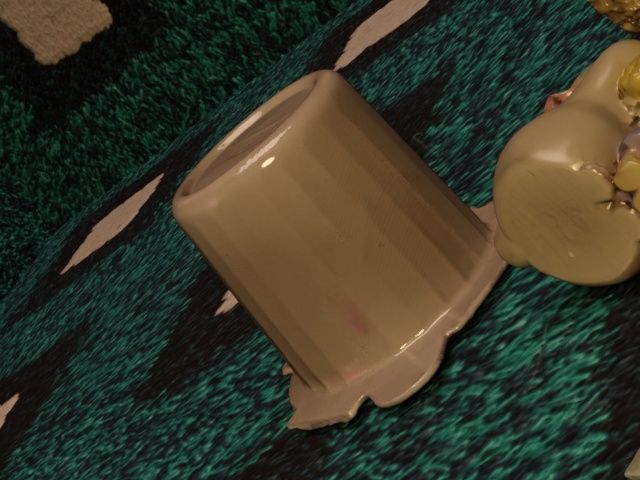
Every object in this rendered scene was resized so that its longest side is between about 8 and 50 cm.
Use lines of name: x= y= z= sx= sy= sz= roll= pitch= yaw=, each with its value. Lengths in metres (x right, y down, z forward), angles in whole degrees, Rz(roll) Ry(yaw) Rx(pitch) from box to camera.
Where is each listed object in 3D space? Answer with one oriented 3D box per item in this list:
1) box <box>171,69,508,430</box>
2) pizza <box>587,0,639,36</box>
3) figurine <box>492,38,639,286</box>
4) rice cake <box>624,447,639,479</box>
box: x=0.000 y=0.000 z=1.156 sx=0.262 sy=0.206 sz=0.291 roll=-38 pitch=13 yaw=16
pizza: x=0.278 y=-0.159 z=0.998 sx=0.181 sy=0.034 sz=0.262 roll=4 pitch=8 yaw=27
figurine: x=0.221 y=-0.082 z=0.992 sx=0.235 sy=0.127 sz=0.155 roll=-50 pitch=-1 yaw=-37
rice cake: x=0.252 y=0.058 z=0.693 sx=0.198 sy=0.037 sz=0.189 roll=-47 pitch=15 yaw=-16
